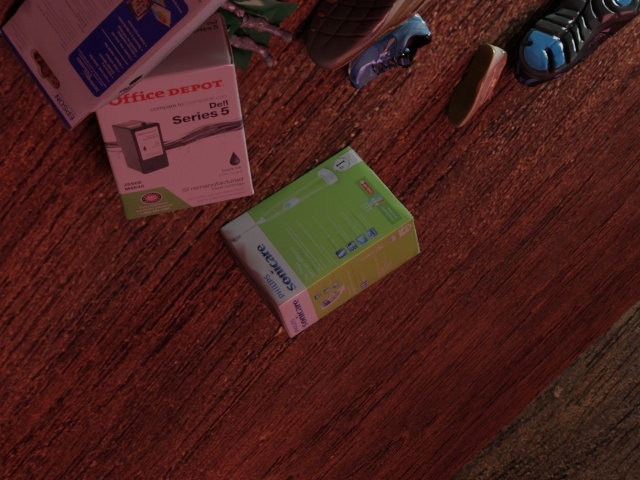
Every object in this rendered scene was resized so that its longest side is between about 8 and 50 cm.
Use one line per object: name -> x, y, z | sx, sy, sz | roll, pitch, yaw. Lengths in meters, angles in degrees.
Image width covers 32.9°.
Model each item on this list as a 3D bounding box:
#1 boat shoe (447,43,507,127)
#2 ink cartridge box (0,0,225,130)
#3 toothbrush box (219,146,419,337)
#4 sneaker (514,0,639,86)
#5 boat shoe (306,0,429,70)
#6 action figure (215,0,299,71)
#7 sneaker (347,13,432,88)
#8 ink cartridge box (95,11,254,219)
boat shoe -> 0.294, -0.281, 2.001 | 0.059, 0.063, 0.170 | 1, 129, -37
ink cartridge box -> -0.243, -0.290, 1.320 | 0.332, 0.165, 0.065 | -33, -176, 34
toothbrush box -> 0.000, 0.000, 1.916 | 0.283, 0.206, 0.122 | -33, 147, -11
sneaker -> 0.489, -0.413, 2.019 | 0.341, 0.125, 0.139 | -37, 173, -9
boat shoe -> 0.115, -0.379, 1.665 | 0.324, 0.123, 0.116 | -44, 148, 10
action figure -> -0.145, -0.312, 1.547 | 0.232, 0.063, 0.137 | 12, 125, -46
sneaker -> 0.115, -0.307, 1.787 | 0.162, 0.073, 0.063 | -41, 147, 1
ink cartridge box -> -0.212, -0.172, 1.543 | 0.198, 0.115, 0.273 | -12, 142, -5
